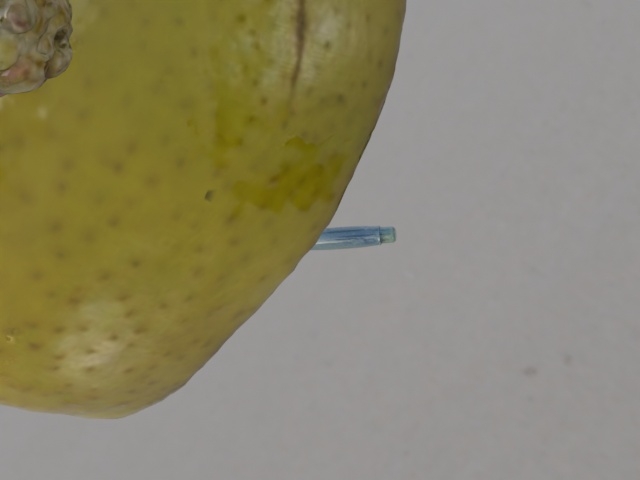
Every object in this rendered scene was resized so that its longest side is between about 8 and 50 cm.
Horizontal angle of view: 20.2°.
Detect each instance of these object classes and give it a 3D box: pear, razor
[{"bbox_3d":[-0.149,-0.118,0.754,0.340,0.191,0.386,4,88,34],"label":"pear"},{"bbox_3d":[0.000,0.000,1.579,0.040,0.135,0.068,74,-164,-49],"label":"razor"}]

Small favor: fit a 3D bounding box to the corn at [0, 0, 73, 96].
[{"bbox_3d":[-0.173,-0.060,0.488,0.253,0.086,0.086,-5,48,28],"label":"corn"}]
